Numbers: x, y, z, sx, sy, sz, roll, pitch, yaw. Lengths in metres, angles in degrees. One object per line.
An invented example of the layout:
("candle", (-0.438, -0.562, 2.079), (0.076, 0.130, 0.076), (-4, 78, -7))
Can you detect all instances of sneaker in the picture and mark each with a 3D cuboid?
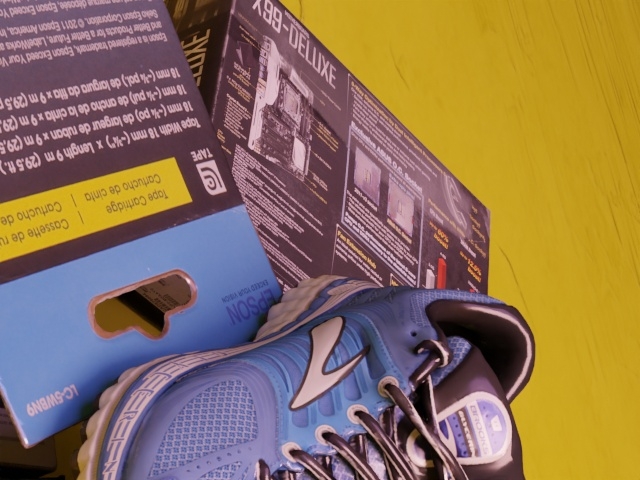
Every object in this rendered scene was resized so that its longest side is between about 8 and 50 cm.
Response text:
("sneaker", (0.008, 0.091, 0.764), (0.330, 0.147, 0.130), (-40, 117, -56))

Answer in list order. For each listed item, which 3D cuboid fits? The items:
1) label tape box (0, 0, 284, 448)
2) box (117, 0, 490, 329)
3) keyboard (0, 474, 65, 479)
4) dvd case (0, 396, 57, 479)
("label tape box", (-0.169, -0.073, 0.818), (0.240, 0.106, 0.334), (-21, 89, -59))
("box", (0.000, 0.000, 1.110), (0.307, 0.076, 0.242), (41, 40, -36))
("keyboard", (-0.148, 0.204, 0.773), (0.038, 0.100, 0.192), (92, -2, -59))
("dvd case", (-0.216, -0.003, 0.834), (0.179, 0.029, 0.239), (17, 57, -52))
